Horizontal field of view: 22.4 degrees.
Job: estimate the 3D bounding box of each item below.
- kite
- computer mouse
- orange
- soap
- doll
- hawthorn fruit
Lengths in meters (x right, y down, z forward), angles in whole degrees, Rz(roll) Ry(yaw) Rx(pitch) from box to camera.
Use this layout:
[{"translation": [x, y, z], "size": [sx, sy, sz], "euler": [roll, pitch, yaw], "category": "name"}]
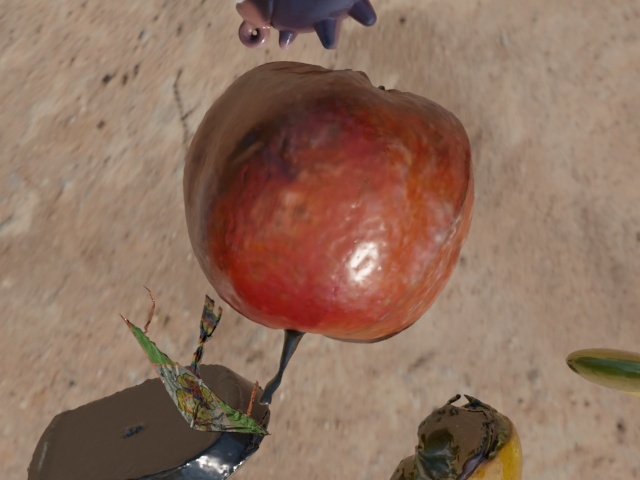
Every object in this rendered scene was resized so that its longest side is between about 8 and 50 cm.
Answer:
[{"translation": [-0.117, 0.115, 1.527], "size": [0.198, 0.006, 0.244], "euler": [39, 148, 18], "category": "kite"}, {"translation": [-0.186, 0.235, 1.801], "size": [0.295, 0.168, 0.087], "euler": [-16, 124, 17], "category": "computer mouse"}, {"translation": [0.141, 0.243, 1.643], "size": [0.112, 0.160, 0.170], "euler": [26, 150, -15], "category": "orange"}, {"translation": [0.264, 0.114, 1.372], "size": [0.089, 0.168, 0.033], "euler": [10, 83, 25], "category": "soap"}, {"translation": [-0.006, -0.305, 1.627], "size": [0.211, 0.093, 0.262], "euler": [45, 110, 9], "category": "doll"}, {"translation": [0.000, 0.000, 1.268], "size": [0.242, 0.242, 0.271], "euler": [17, 84, -3], "category": "hawthorn fruit"}]
